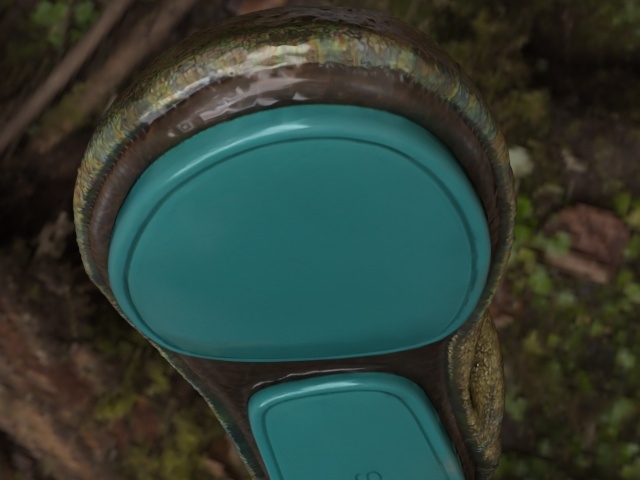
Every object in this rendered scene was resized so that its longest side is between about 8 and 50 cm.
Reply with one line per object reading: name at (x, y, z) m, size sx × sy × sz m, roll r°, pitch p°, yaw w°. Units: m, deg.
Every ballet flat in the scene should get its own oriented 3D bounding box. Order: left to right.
ballet flat at (0.000, 0.000, 0.537) m, size 0.123 × 0.123 × 0.348 m, roll 11°, pitch 157°, yaw 13°
